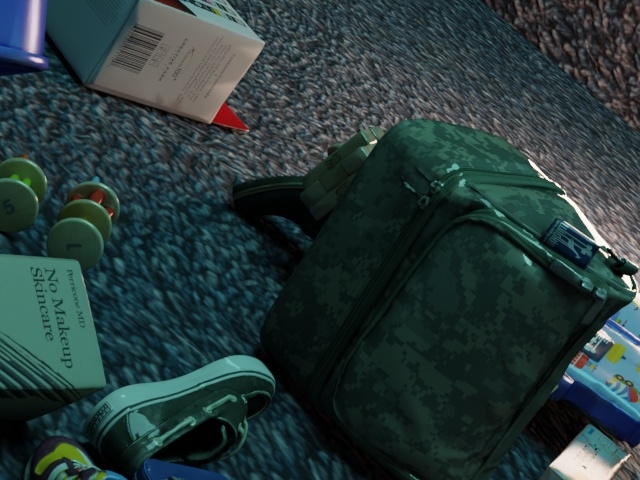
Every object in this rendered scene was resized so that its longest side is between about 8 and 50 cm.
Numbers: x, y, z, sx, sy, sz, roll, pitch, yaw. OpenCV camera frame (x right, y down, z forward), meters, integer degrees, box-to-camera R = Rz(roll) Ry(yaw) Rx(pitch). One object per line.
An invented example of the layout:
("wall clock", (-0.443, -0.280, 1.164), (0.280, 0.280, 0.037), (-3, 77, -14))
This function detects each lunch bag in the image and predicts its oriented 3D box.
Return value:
("lunch bag", (-0.106, 0.204, 1.411), (0.098, 0.065, 0.067), (18, 26, -41))
("lunch bag", (0.129, 0.068, 1.754), (0.212, 0.305, 0.256), (7, 33, -52))
("lunch bag", (0.286, 0.130, 2.113), (0.221, 0.138, 0.293), (37, 20, 7))

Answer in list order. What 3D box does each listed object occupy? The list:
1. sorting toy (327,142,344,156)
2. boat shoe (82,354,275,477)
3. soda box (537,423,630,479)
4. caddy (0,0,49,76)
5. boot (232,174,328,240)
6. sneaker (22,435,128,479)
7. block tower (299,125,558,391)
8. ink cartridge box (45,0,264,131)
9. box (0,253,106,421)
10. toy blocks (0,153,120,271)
("sorting toy", (0.104, -0.013, 2.179), (0.208, 0.038, 0.193), (46, -6, 31))
("boat shoe", (-0.100, 0.152, 1.538), (0.070, 0.078, 0.219), (43, 29, 23))
("soda box", (0.259, 0.246, 1.914), (0.058, 0.063, 0.183), (38, 19, 12))
("caddy", (-0.399, -0.218, 1.712), (0.241, 0.179, 0.341), (9, 2, 37))
("boot", (0.000, 0.000, 2.056), (0.197, 0.137, 0.077), (0, -6, 12))
("sneaker", (-0.161, 0.186, 1.336), (0.069, 0.084, 0.185), (24, 23, -28))
("block tower", (0.108, 0.047, 1.959), (0.335, 0.097, 0.091), (54, 22, 6))
("ink cartridge box", (-0.217, -0.289, 2.272), (0.272, 0.130, 0.309), (15, 27, -46))
("box", (-0.285, 0.069, 1.339), (0.275, 0.094, 0.113), (3, 68, -54))
("toy blocks", (-0.248, -0.040, 1.760), (0.123, 0.054, 0.148), (32, 20, -10))
